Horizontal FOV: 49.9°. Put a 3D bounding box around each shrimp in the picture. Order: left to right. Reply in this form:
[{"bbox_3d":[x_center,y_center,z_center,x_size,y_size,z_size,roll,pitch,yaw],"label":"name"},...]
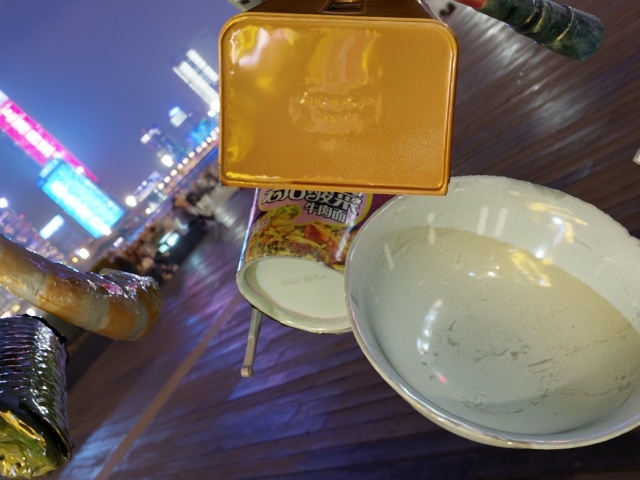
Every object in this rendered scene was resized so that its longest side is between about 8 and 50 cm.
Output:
[{"bbox_3d":[-0.283,0.050,0.758,0.185,0.287,0.068,27,92,51],"label":"shrimp"}]

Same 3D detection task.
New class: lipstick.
[{"bbox_3d":[0.218,-0.236,0.725,0.234,0.053,0.053,0,-24,-41],"label":"lipstick"}]

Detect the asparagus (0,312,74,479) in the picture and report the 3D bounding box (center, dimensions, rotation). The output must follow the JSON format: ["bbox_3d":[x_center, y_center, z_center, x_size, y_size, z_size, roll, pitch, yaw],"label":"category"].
[{"bbox_3d":[-0.294,0.145,0.634,0.128,0.108,0.382,-7,7,-21],"label":"asparagus"}]

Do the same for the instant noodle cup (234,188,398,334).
[{"bbox_3d":[0.000,0.000,1.256,0.340,0.340,0.266,-31,33,49],"label":"instant noodle cup"}]

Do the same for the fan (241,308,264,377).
[{"bbox_3d":[-0.126,0.160,1.413,0.023,0.057,0.282,-4,50,13],"label":"fan"}]

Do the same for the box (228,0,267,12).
[{"bbox_3d":[-0.009,-0.423,1.076,0.225,0.117,0.225,-13,-9,22],"label":"box"}]

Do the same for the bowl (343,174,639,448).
[{"bbox_3d":[0.241,0.124,0.944,0.435,0.435,0.196,-55,-21,-37],"label":"bowl"}]

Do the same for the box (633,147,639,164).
[{"bbox_3d":[0.469,-0.188,0.608,0.365,0.205,0.051,-63,-18,14],"label":"box"}]

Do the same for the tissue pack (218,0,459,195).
[{"bbox_3d":[0.023,-0.154,0.656,0.274,0.194,0.145,-82,-4,-66],"label":"tissue pack"}]
